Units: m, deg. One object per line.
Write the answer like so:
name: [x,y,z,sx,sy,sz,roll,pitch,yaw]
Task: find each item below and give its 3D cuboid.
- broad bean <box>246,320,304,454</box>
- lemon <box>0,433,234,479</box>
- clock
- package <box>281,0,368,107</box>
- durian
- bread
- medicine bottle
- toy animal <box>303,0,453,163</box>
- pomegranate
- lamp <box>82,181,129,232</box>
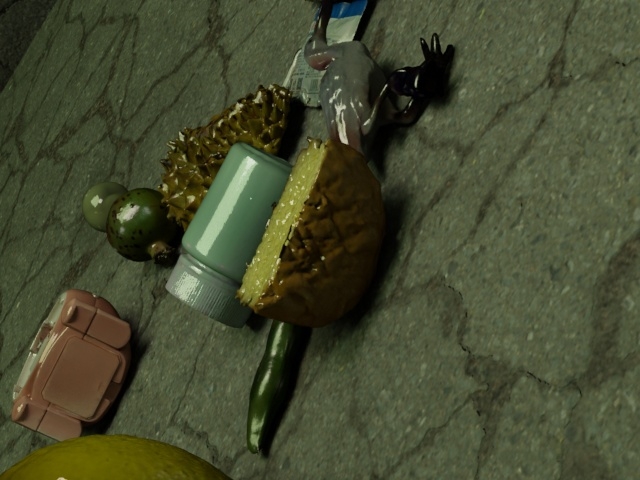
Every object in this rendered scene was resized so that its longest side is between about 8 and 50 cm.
broad bean: [-0.047,0.128,1.739,0.060,0.043,0.298,-34,37,62]
lemon: [-0.240,0.375,1.533,0.364,0.364,0.364,-41,34,37]
clock: [-0.396,0.194,2.214,0.227,0.142,0.241,-63,17,0]
package: [0.001,-0.274,2.026,0.173,0.027,0.171,-66,24,-5]
durian: [-0.162,-0.117,2.080,0.341,0.112,0.191,-25,45,51]
bread: [0.000,0.000,1.661,0.143,0.139,0.229,10,75,65]
medicine bottle: [-0.104,-0.009,1.854,0.225,0.139,0.139,-61,27,4]
toy animal: [0.050,-0.203,1.806,0.195,0.090,0.324,-57,36,-1]
pomegranate: [-0.286,-0.020,2.208,0.130,0.130,0.130,-41,34,37]
lamp: [-0.343,-0.061,2.397,0.163,0.091,0.091,-4,62,44]
